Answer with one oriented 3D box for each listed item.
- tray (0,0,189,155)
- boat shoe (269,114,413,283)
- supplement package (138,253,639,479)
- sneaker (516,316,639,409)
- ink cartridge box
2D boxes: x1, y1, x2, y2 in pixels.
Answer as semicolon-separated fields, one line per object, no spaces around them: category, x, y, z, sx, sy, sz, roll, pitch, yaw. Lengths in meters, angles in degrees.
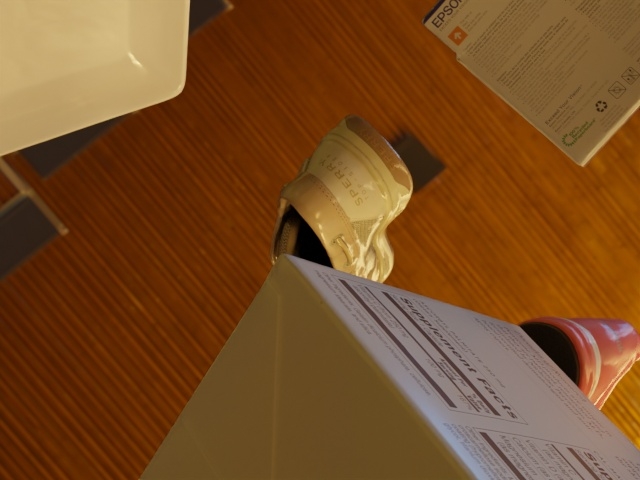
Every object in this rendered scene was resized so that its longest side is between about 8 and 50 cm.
tray;-0.190;-0.092;0.551;0.270;0.030;0.145;-23;151;-25
boat shoe;0.000;0.000;0.937;0.098;0.109;0.302;-41;170;-17
supplement package;0.046;0.170;0.376;0.204;0.145;0.262;-57;-137;16
sneaker;0.207;0.176;1.095;0.136;0.116;0.314;-9;151;-33
ink cartridge box;0.255;-0.226;1.115;0.223;0.224;0.045;-47;169;10
